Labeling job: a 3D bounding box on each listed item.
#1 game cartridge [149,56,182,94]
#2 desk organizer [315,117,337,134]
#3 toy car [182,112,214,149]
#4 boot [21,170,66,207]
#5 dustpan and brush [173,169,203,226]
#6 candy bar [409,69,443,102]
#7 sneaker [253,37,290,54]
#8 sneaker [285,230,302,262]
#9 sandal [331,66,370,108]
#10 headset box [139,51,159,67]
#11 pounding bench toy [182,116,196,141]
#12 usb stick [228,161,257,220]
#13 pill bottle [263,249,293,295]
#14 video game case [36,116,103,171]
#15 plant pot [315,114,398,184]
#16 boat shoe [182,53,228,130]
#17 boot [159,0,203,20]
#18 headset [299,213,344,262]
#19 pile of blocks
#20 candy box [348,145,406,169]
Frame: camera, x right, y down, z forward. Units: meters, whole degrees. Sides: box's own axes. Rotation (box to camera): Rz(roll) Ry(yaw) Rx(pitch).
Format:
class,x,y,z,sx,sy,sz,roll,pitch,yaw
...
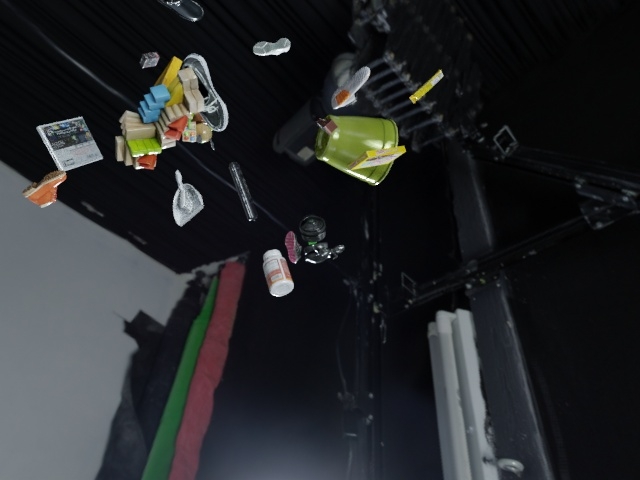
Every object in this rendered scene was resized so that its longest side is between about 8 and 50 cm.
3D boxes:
class,x,y,z,sx,sy,sz,roll,pitch,yaw
game cartridge,-0.696,-0.588,1.911,0.285,0.052,0.324,-22,-129,48
desk organizer,0.028,-0.512,1.998,0.050,0.047,0.130,-42,-150,5
toy car,-0.553,-0.482,2.075,0.149,0.155,0.188,-48,-125,21
boot,-0.917,-0.175,1.544,0.157,0.085,0.059,-30,-143,4
dustpan and brush,-0.516,-0.178,1.714,0.147,0.060,0.211,-34,-128,25
candy bar,0.425,-0.614,1.805,0.161,0.040,0.018,-42,-134,11
sneaker,-0.196,-0.770,1.832,0.152,0.054,0.061,-9,177,-3
sneaker,-0.136,0.028,2.393,0.063,0.171,0.074,1,-161,32
sandal,0.150,-0.677,2.063,0.265,0.076,0.102,-29,-125,46
headset box,-0.810,-0.859,2.157,0.083,0.032,0.062,-32,177,-45
pounding bench toy,-0.516,-0.439,1.784,0.083,0.052,0.065,110,-27,-47
usb stick,-0.357,-0.225,2.098,0.045,0.278,0.077,-18,-174,15
pill bottle,-0.215,0.156,2.239,0.121,0.121,0.216,-39,-130,22
video game case,-0.946,-0.368,1.723,0.022,0.173,0.190,-12,-162,31
plant pot,0.170,-0.518,2.446,0.366,0.352,0.367,-169,-90,-70
boat shoe,-0.435,-0.533,1.705,0.113,0.307,0.105,-1,-134,8
boot,-0.683,-1.161,2.215,0.094,0.246,0.207,-66,-152,11
headset,0.000,0.000,2.233,0.185,0.244,0.394,-11,-163,-4
pile of blocks,-0.455,-0.317,1.272,0.362,0.148,0.113,-43,-112,27
candy box,0.204,-0.296,1.624,0.205,0.027,0.105,-17,174,-39
